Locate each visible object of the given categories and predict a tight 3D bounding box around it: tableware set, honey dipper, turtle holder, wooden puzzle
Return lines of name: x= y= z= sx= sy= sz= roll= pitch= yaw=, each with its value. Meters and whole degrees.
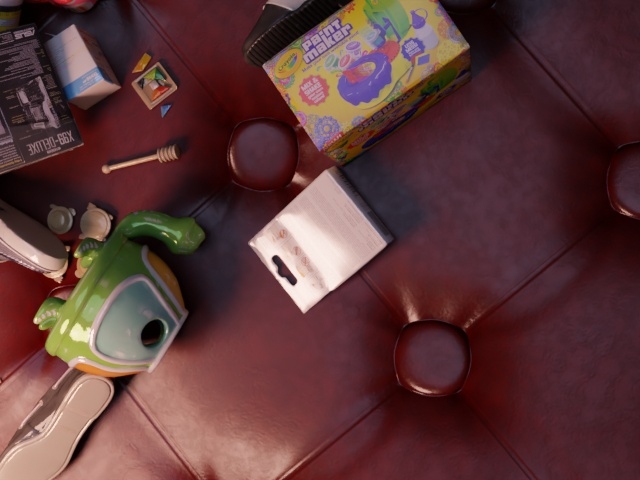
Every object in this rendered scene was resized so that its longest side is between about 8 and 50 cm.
tableware set: x=-0.485 y=0.005 z=1.773 sx=0.141 sy=0.020 sz=0.169 roll=11 pitch=93 yaw=11
honey dipper: x=-0.352 y=-0.155 z=1.747 sx=0.160 sy=0.030 sz=0.031 roll=-12 pitch=87 yaw=11
turtle holder: x=-0.359 y=0.104 z=1.666 sx=0.227 sy=0.243 sz=0.320 roll=32 pitch=55 yaw=-6
wooden puzzle: x=-0.326 y=-0.303 z=1.752 sx=0.078 sy=0.014 sz=0.116 roll=-44 pitch=83 yaw=7

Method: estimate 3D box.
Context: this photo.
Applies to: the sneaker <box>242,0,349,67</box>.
sneaker: x=-0.036 y=-0.466 z=1.665 sx=0.330 sy=0.122 sz=0.146 roll=-43 pitch=65 yaw=8

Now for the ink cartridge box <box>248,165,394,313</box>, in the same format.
ink cartridge box: x=0.000 y=0.000 z=1.684 sx=0.224 sy=0.056 sz=0.181 roll=-42 pitch=82 yaw=26

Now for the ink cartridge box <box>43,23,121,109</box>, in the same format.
ink cartridge box: x=-0.470 y=-0.342 z=1.738 sx=0.089 sy=0.092 sz=0.143 roll=-29 pitch=85 yaw=8

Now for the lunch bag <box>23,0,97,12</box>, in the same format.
lunch bag: x=-0.534 y=-0.588 z=1.747 sx=0.293 sy=0.120 sz=0.258 roll=36 pitch=99 yaw=10

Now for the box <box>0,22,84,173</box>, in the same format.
box: x=-0.615 y=-0.234 z=1.617 sx=0.307 sy=0.076 sz=0.243 roll=-27 pitch=101 yaw=-34

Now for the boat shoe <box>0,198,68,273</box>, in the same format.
boat shoe: x=-0.646 y=0.011 z=1.750 sx=0.340 sy=0.127 sz=0.158 roll=32 pitch=100 yaw=23

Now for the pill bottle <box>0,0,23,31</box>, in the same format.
pill bottle: x=-0.649 y=-0.392 z=1.730 sx=0.119 sy=0.119 sz=0.209 roll=26 pitch=117 yaw=9

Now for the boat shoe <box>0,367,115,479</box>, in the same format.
boat shoe: x=-0.516 y=0.361 z=1.748 sx=0.112 sy=0.095 sz=0.335 roll=37 pitch=101 yaw=-27

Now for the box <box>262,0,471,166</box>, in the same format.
box: x=0.091 y=-0.289 z=1.545 sx=0.290 sy=0.279 sz=0.177 roll=-34 pitch=84 yaw=8
